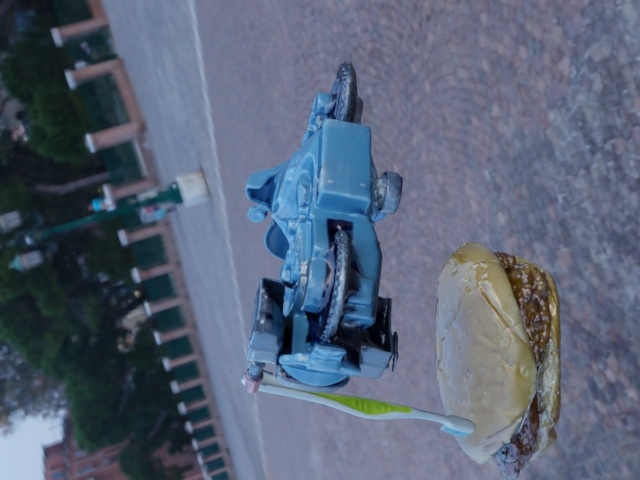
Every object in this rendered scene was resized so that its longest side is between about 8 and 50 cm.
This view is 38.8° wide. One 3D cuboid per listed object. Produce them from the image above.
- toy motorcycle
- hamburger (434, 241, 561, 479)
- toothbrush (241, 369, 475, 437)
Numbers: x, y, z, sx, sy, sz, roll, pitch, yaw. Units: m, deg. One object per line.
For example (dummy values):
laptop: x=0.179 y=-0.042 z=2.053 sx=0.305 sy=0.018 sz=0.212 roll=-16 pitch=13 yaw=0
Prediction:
toy motorcycle: x=0.000 y=0.000 z=0.706 sx=0.182 sy=0.124 sz=0.272 roll=108 pitch=169 yaw=-48
hamburger: x=0.249 y=0.147 z=1.231 sx=0.245 sy=0.155 sz=0.282 roll=108 pitch=154 yaw=-44
toothbrush: x=0.044 y=0.171 z=0.951 sx=0.026 sy=0.263 sz=0.022 roll=122 pitch=158 yaw=-45
